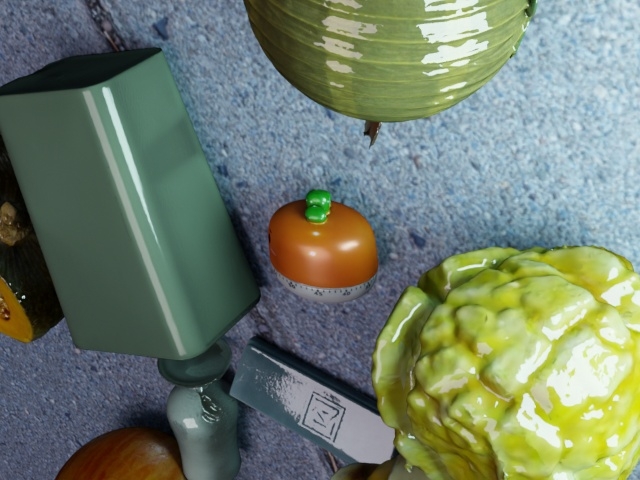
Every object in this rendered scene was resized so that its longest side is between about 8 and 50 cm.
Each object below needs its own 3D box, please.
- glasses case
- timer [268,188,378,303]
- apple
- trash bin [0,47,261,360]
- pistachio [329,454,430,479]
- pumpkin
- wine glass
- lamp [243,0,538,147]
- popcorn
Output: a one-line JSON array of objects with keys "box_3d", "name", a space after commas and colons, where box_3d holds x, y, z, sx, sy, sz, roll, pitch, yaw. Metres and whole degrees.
[{"box_3d": [0.006, 0.229, 1.411, 0.266, 0.056, 0.105, 26, 135, 20], "name": "glasses case"}, {"box_3d": [0.000, 0.000, 1.202, 0.136, 0.099, 0.136, 13, 134, 15], "name": "timer"}, {"box_3d": [-0.290, 0.427, 1.667, 0.286, 0.233, 0.286, 21, 134, 24], "name": "apple"}, {"box_3d": [-0.237, -0.047, 1.316, 0.223, 0.158, 0.343, 1, 117, 37], "name": "trash bin"}, {"box_3d": [0.130, 0.368, 1.312, 0.187, 0.187, 0.299, -9, 130, 42], "name": "pistachio"}, {"box_3d": [-0.449, -0.014, 1.516, 0.222, 0.139, 0.317, -15, 111, 47], "name": "pumpkin"}, {"box_3d": [-0.163, 0.244, 1.523, 0.103, 0.103, 0.231, 19, 136, 26], "name": "wine glass"}, {"box_3d": [0.057, -0.197, 0.896, 0.250, 0.250, 0.284, 24, 138, 22], "name": "lamp"}, {"box_3d": [0.198, 0.141, 1.051, 0.282, 0.247, 0.282, 24, 133, 29], "name": "popcorn"}]
